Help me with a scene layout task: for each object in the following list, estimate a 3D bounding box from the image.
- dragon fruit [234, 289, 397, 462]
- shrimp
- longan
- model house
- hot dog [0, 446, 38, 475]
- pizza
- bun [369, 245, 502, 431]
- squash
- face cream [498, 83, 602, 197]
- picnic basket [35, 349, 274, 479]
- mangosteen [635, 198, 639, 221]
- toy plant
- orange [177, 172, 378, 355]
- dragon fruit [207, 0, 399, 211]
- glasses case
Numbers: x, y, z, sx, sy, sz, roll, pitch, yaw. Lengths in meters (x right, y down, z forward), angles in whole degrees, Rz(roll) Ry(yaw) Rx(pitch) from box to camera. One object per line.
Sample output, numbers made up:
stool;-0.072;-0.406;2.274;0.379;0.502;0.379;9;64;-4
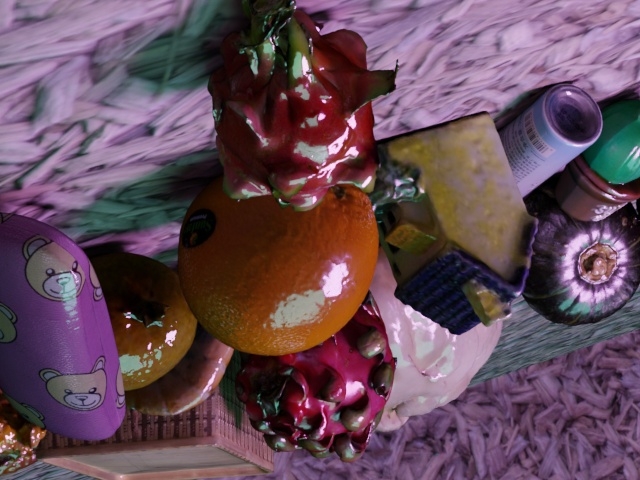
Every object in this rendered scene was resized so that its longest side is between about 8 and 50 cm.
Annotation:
dragon fruit;-0.007;0.155;1.914;0.198;0.218;0.273;-33;158;-18
shrimp;-0.160;0.059;1.820;0.262;0.198;0.051;-61;155;-15
longan;-0.200;0.080;1.705;0.155;0.145;0.176;-42;-170;-27
model house;0.121;0.007;1.780;0.170;0.211;0.194;-18;168;-22
hot dog;-0.406;0.246;2.194;0.227;0.099;0.160;-14;166;-37
pizza;-0.376;0.160;1.725;0.226;0.086;0.335;16;175;16
bun;0.071;0.141;2.226;0.365;0.219;0.365;-20;163;-6
squash;0.329;0.012;2.163;0.193;0.156;0.193;-18;127;-26
face cream;0.217;-0.090;1.827;0.075;0.075;0.229;-14;166;-29
picnic basket;-0.191;0.184;1.999;0.228;0.175;0.313;-6;165;11
mangosteen;0.500;-0.063;2.090;0.231;0.231;0.289;-18;-176;-13
toy plant;0.350;-0.104;1.927;0.143;0.105;0.200;-20;158;-40
orange;-0.040;0.011;1.602;0.206;0.206;0.206;-20;167;-5
dragon fruit;-0.015;-0.114;1.276;0.137;0.135;0.236;-11;147;-16
glasses case;-0.255;0.086;1.557;0.123;0.076;0.316;15;144;14
